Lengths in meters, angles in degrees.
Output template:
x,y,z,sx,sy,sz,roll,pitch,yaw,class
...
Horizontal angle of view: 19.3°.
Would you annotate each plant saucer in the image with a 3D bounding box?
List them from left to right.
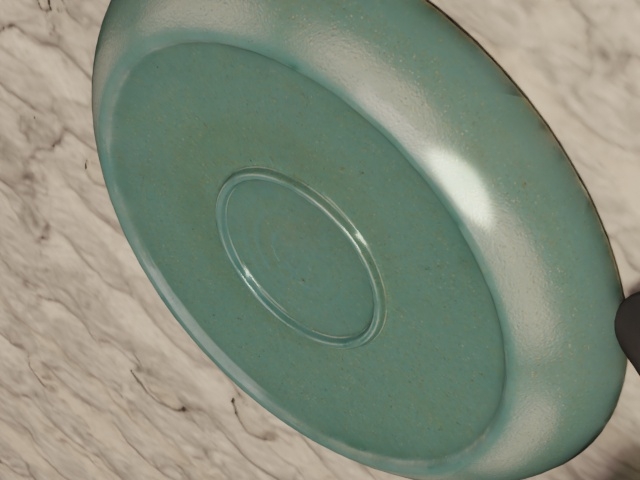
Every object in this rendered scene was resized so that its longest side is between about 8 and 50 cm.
x,y,z,sx,sy,sz,roll,pitch,yaw,class
0.000,0.000,0.895,0.317,0.043,0.318,29,142,26,plant saucer

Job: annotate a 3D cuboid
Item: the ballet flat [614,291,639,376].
x,y,z,sx,sy,sz,roll,pitch,yaw,class
0.189,0.075,0.729,0.203,0.074,0.074,22,139,34,ballet flat
